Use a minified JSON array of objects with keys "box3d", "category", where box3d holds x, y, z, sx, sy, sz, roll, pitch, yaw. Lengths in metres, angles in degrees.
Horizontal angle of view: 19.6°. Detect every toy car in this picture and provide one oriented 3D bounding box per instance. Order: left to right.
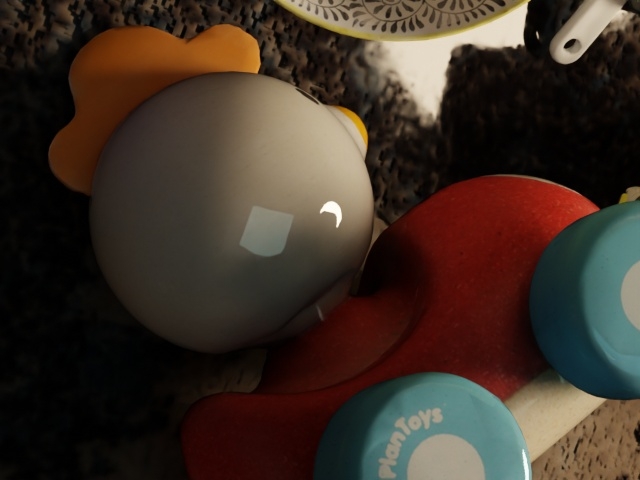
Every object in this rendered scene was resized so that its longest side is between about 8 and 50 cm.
[{"box3d":[0.000,0.000,0.746,0.210,0.219,0.238,-37,94,-19],"category":"toy car"}]

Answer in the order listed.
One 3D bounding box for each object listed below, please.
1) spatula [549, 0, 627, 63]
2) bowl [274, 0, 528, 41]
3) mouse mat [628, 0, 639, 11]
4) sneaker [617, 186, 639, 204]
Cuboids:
[{"box3d":[0.137,-0.197,0.801,0.168,0.019,0.242,27,114,-35],"category":"spatula"},{"box3d":[0.032,-0.170,0.735,0.170,0.080,0.170,0,107,-1],"category":"bowl"},{"box3d":[0.241,-0.154,0.885,0.190,0.007,0.152,8,128,-46],"category":"mouse mat"},{"box3d":[0.187,-0.006,0.937,0.083,0.035,0.031,6,103,-35],"category":"sneaker"}]
